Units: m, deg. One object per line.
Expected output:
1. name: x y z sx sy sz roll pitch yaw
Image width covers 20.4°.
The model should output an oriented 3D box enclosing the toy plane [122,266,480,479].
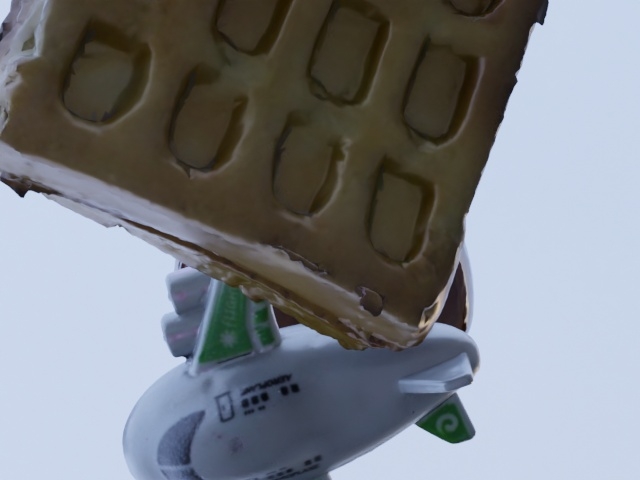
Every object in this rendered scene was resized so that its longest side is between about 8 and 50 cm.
1. toy plane: -0.010 0.077 0.822 0.174 0.080 0.174 1 -77 3

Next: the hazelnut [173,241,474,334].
1. hazelnut: 0.000 0.000 1.119 0.208 0.208 0.208 -11 -71 -37

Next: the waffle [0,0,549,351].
1. waffle: -0.006 -0.136 0.782 0.224 0.098 0.328 24 -107 -14
